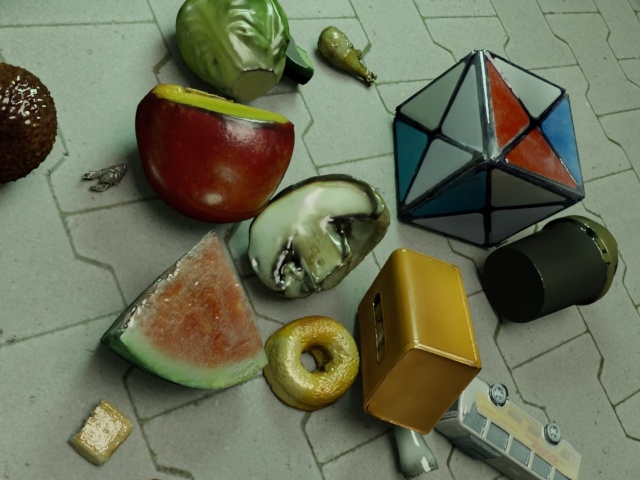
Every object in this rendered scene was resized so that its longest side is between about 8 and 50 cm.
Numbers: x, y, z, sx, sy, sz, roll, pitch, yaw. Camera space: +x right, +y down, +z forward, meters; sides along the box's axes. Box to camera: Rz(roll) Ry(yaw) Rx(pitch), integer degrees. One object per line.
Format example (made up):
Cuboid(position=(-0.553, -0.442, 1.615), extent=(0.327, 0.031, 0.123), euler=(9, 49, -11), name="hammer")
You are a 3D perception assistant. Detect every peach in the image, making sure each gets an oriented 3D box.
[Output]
Cuboid(position=(-0.197, -0.158, 1.450), extent=(0.274, 0.248, 0.246), euler=(22, 76, -13), name="peach")

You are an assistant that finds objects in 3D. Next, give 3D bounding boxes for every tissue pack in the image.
Cuboid(position=(0.165, 0.177, 1.516), extent=(0.145, 0.194, 0.275), euler=(19, 33, -13), name="tissue pack")

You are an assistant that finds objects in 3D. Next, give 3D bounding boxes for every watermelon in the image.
Cuboid(position=(-0.209, 0.125, 1.318), extent=(0.310, 0.193, 0.232), euler=(5, 65, -36), name="watermelon")

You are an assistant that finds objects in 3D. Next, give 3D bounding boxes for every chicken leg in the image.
Cuboid(position=(0.065, -0.422, 1.907), extent=(0.178, 0.070, 0.093), euler=(37, 43, -25), name="chicken leg")

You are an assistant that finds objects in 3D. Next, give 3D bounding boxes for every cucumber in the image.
Cuboid(position=(-0.074, -0.385, 1.775), extent=(0.115, 0.062, 0.116), euler=(24, 27, -25), name="cucumber")

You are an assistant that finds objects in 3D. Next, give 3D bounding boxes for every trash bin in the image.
Cuboid(position=(0.548, 0.061, 1.910), extent=(0.333, 0.214, 0.214), euler=(-18, 78, -37), name="trash bin")

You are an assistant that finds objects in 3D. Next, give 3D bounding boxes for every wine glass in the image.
Cuboid(position=(0.162, 0.362, 1.555), extent=(0.072, 0.072, 0.156), euler=(-7, 70, -39), name="wine glass")

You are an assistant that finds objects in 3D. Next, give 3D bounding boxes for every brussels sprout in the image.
Cuboid(position=(-0.165, -0.398, 1.631), extent=(0.244, 0.244, 0.244), euler=(17, 57, -29), name="brussels sprout")

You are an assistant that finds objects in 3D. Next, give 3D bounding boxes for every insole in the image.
Cuboid(position=(-0.074, -0.423, 1.764), extent=(0.080, 0.003, 0.232), euler=(25, 25, -32), name="insole")

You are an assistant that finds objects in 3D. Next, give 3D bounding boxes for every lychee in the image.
Cuboid(position=(-0.496, -0.184, 1.282), extent=(0.194, 0.194, 0.195), euler=(17, 57, -29), name="lychee")

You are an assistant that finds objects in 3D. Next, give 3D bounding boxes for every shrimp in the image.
Cuboid(position=(-0.368, -0.108, 1.437), extent=(0.092, 0.029, 0.038), euler=(-21, 88, -36), name="shrimp")

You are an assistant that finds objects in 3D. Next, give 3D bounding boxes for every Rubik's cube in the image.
Cuboid(position=(0.357, -0.188, 1.840), extent=(0.306, 0.310, 0.305), euler=(14, 62, -31), name="Rubik's cube")

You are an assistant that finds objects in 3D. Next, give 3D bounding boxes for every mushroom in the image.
Cuboid(position=(-0.008, -0.003, 1.564), extent=(0.189, 0.164, 0.267), euler=(40, 81, 18), name="mushroom")

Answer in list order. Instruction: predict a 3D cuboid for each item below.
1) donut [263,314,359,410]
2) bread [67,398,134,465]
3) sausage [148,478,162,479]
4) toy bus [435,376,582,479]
Cuboid(position=(-0.009, 0.214, 1.501), extent=(0.190, 0.074, 0.174), euler=(-3, 69, -37), name="donut")
Cuboid(position=(-0.327, 0.290, 1.250), extent=(0.070, 0.035, 0.083), euler=(41, 55, -12), name="bread")
Cuboid(position=(-0.219, 0.410, 1.242), extent=(0.141, 0.076, 0.076), euler=(39, 49, -14), name="sausage")
Cuboid(position=(0.377, 0.397, 1.683), extent=(0.342, 0.097, 0.138), euler=(35, 57, -19), name="toy bus")
